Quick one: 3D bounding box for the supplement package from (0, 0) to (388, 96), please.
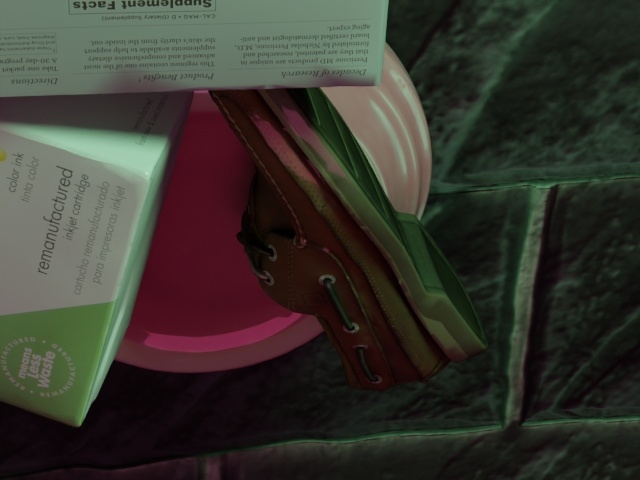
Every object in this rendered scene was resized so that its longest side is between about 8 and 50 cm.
[{"bbox_3d":[-0.105,-0.193,0.920,0.262,0.204,0.145,-2,128,-8],"label":"supplement package"}]

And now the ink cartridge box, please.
[{"bbox_3d":[-0.277,-0.046,1.000,0.353,0.119,0.207,19,125,-1],"label":"ink cartridge box"}]

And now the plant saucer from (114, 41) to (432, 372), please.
[{"bbox_3d":[-0.083,-0.025,1.139,0.332,0.084,0.332,-5,129,-6],"label":"plant saucer"}]

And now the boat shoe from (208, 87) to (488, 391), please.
[{"bbox_3d":[0.000,0.000,1.048,0.104,0.110,0.307,-28,128,11],"label":"boat shoe"}]
